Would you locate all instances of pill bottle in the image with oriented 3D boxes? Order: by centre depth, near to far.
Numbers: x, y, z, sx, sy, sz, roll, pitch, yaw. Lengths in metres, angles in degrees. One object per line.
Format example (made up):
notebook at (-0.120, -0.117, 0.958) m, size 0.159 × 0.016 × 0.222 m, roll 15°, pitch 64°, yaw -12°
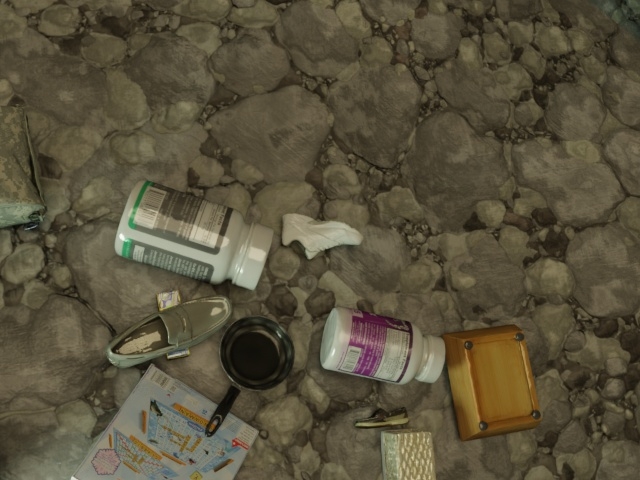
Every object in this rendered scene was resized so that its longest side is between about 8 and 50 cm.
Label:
pill bottle at (-0.314, -0.006, 1.710) m, size 0.361 × 0.204 × 0.204 m, roll 19°, pitch 72°, yaw -8°
pill bottle at (0.163, 0.282, 1.765) m, size 0.301 × 0.169 × 0.169 m, roll 14°, pitch 73°, yaw -10°

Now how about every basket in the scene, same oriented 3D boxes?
basket at (0.227, 0.570, 1.737) m, size 0.113 × 0.103 × 0.167 m, roll 0°, pitch 74°, yaw -14°

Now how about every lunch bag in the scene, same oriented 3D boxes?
lunch bag at (-0.816, -0.170, 1.630) m, size 0.256 × 0.212 × 0.305 m, roll -12°, pitch 79°, yaw -16°

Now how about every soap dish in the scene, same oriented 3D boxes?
soap dish at (0.469, 0.382, 1.839) m, size 0.228 × 0.118 × 0.291 m, roll -5°, pitch 78°, yaw -15°

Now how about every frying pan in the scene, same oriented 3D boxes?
frying pan at (-0.171, 0.348, 1.709) m, size 0.197 × 0.053 × 0.326 m, roll 13°, pitch 64°, yaw -13°

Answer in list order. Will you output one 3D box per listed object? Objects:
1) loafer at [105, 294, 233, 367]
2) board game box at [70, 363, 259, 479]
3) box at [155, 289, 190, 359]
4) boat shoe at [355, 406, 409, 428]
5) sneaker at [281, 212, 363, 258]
loafer at (-0.358, 0.216, 1.630) m, size 0.319 × 0.111 × 0.112 m, roll -26°, pitch 82°, yaw -17°
board game box at (-0.355, 0.505, 1.585) m, size 0.318 × 0.066 × 0.318 m, roll 34°, pitch 51°, yaw -2°
box at (-0.375, 0.215, 1.715) m, size 0.059 × 0.054 × 0.169 m, roll -10°, pitch 78°, yaw -15°
boat shoe at (0.160, 0.466, 1.779) m, size 0.152 × 0.056 × 0.049 m, roll 1°, pitch 70°, yaw -23°
sneaker at (0.000, 0.000, 1.855) m, size 0.232 × 0.090 × 0.115 m, roll 9°, pitch 80°, yaw -2°
